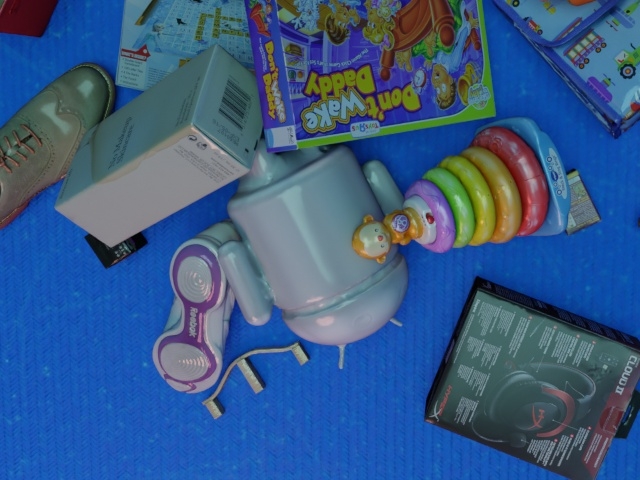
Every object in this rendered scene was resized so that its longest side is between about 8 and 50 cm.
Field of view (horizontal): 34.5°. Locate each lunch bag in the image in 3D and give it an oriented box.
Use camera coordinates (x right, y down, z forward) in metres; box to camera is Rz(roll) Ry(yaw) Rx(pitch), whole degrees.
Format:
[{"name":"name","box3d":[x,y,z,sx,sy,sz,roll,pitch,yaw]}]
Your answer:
[{"name":"lunch bag","box3d":[0.399,-0.328,1.441,0.221,0.138,0.293,-42,77,9]}]

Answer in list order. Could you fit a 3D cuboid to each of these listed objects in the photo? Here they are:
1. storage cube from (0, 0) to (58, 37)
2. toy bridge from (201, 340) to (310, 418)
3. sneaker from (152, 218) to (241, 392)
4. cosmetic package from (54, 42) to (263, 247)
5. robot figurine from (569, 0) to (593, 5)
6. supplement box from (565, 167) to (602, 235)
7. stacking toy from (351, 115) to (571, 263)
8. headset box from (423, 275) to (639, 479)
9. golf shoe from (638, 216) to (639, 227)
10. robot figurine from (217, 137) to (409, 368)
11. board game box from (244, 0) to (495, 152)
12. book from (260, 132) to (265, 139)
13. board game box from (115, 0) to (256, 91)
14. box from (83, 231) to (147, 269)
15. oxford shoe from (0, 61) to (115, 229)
[{"name":"storage cube","box3d":[-0.475,-0.419,1.494,0.215,0.193,0.184,31,101,1]},{"name":"toy bridge","box3d":[-0.110,0.209,1.619,0.188,0.026,0.063,-33,90,11]},{"name":"sneaker","box3d":[-0.168,0.105,1.571,0.114,0.152,0.305,24,124,9]},{"name":"cosmetic package","box3d":[-0.222,-0.127,1.445,0.309,0.160,0.113,-25,130,37]},{"name":"robot figurine","box3d":[0.379,-0.384,1.335,0.219,0.158,0.128,-13,94,18]},{"name":"supplement box","box3d":[0.367,-0.057,1.509,0.055,0.043,0.083,-25,93,10]},{"name":"stacking toy","box3d":[0.175,-0.046,1.414,0.301,0.165,0.175,-21,97,-21]},{"name":"headset box","box3d":[0.327,0.210,1.518,0.293,0.110,0.218,21,100,4]},{"name":"golf shoe","box3d":[0.548,-0.050,1.475,0.186,0.067,0.086,-30,95,10]},{"name":"robot figurine","box3d":[0.000,0.000,1.478,0.299,0.200,0.354,-29,101,-16]},{"name":"board game box","box3d":[0.074,-0.259,1.396,0.347,0.078,0.233,-13,98,-33]},{"name":"book","box3d":[-0.157,-0.174,1.522,0.096,0.035,0.144,-20,128,35]},{"name":"board game box","box3d":[-0.122,-0.348,1.489,0.318,0.066,0.318,14,113,5]},{"name":"box","box3d":[-0.314,-0.001,1.586,0.052,0.083,0.062,-33,93,12]},{"name":"oxford shoe","box3d":[-0.446,-0.128,1.562,0.123,0.130,0.348,43,101,0]}]
